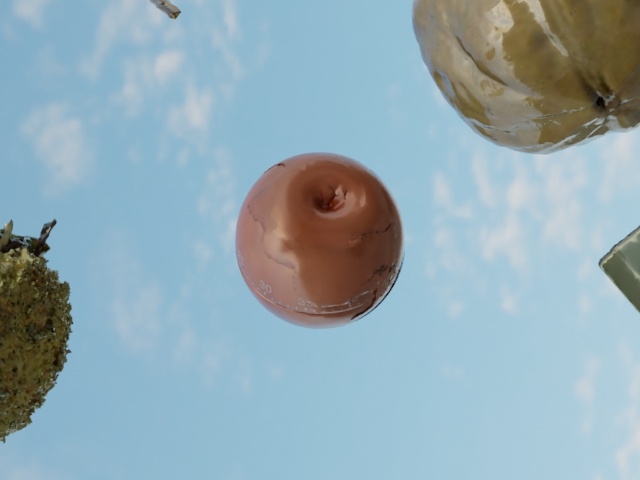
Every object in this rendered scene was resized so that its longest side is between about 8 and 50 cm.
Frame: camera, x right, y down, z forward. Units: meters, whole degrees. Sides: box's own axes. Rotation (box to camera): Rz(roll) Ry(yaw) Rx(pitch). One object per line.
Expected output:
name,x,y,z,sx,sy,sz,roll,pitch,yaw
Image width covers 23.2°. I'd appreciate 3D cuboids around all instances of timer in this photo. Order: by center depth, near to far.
timer,0.000,0.000,2.078,0.230,0.229,0.215,-59,-13,-29

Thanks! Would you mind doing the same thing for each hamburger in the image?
hamburger,-0.352,0.098,1.655,0.243,0.138,0.262,-13,-62,-62

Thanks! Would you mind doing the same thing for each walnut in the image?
walnut,0.288,-0.284,1.890,0.381,0.381,0.381,-23,-62,-53

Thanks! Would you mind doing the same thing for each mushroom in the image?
mushroom,-0.168,-0.246,1.430,0.026,0.286,0.028,-45,-63,1

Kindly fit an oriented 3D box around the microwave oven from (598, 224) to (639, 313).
microwave oven,0.511,0.068,1.619,0.286,0.355,0.218,-43,-10,15
